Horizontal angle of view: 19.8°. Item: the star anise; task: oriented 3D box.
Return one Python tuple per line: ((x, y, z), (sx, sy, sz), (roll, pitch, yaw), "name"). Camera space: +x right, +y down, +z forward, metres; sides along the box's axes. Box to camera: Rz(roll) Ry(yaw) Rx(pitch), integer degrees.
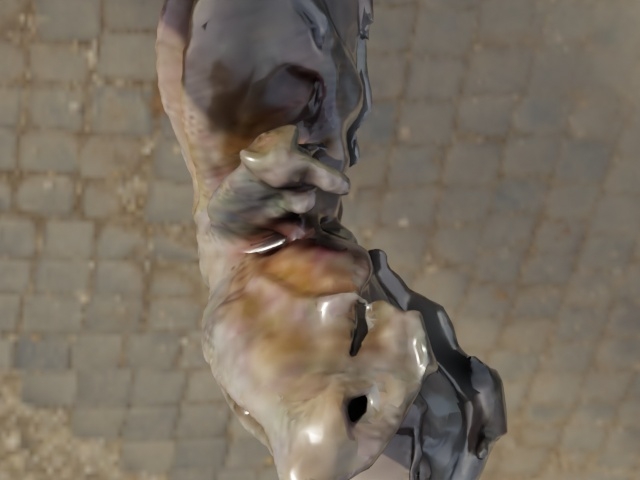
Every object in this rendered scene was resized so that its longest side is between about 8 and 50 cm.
((0.001, 0.005, 0.736), (0.111, 0.257, 0.198), (-17, 163, 0), "star anise")
